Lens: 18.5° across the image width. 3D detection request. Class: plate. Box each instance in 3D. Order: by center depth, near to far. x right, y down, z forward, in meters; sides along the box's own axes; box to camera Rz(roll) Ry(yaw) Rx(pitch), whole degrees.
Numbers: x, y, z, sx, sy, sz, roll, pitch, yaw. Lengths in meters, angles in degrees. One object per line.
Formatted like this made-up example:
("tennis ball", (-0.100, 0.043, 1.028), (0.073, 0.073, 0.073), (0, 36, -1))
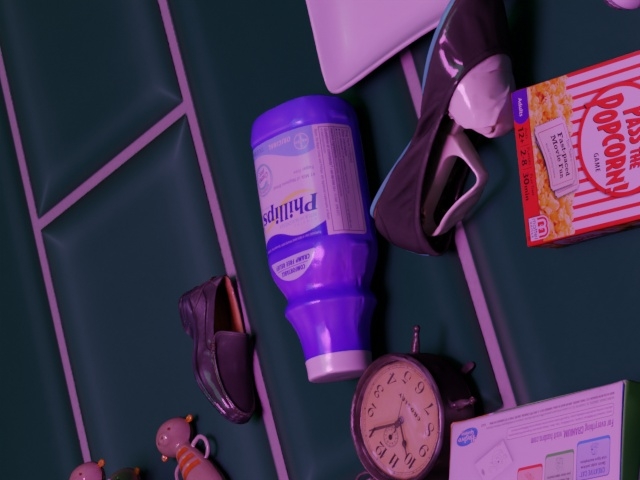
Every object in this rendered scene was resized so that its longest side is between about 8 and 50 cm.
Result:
("plate", (0.079, -0.320, 1.952), (0.278, 0.045, 0.277), (-30, 67, 43))

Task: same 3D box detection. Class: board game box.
("board game box", (0.199, 0.296, 1.688), (0.242, 0.064, 0.316), (-21, 58, 53))
("board game box", (0.259, -0.082, 1.732), (0.193, 0.045, 0.146), (-17, 75, 47))

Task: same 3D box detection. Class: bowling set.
("bowling set", (-0.249, 0.314, 2.176), (0.287, 0.200, 0.154), (-58, 48, 23))

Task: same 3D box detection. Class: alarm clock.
("alarm clock", (0.082, 0.187, 1.901), (0.129, 0.064, 0.192), (53, 123, 36))

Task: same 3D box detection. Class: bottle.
("bottle", (0.000, 0.000, 1.984), (0.118, 0.092, 0.283), (-22, 71, 47))

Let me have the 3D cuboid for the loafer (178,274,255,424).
("loafer", (-0.103, 0.116, 2.120), (0.061, 0.062, 0.170), (-40, 60, 34))

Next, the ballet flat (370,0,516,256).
("ballet flat", (0.135, -0.104, 1.850), (0.096, 0.095, 0.280), (40, 128, 31))

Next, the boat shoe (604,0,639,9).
("boat shoe", (0.231, -0.287, 1.756), (0.076, 0.080, 0.228), (-48, 53, 43))
